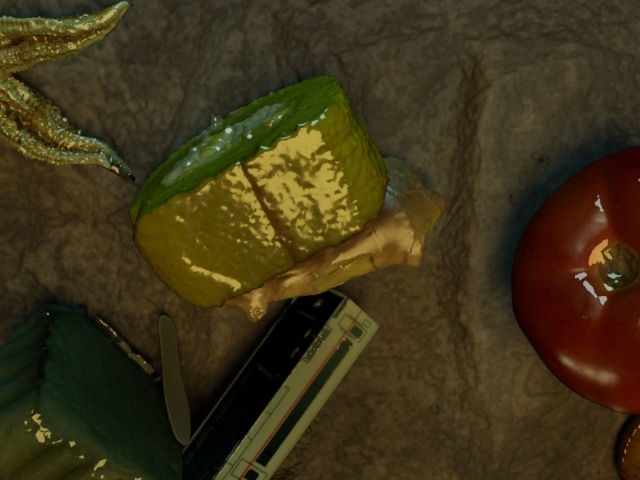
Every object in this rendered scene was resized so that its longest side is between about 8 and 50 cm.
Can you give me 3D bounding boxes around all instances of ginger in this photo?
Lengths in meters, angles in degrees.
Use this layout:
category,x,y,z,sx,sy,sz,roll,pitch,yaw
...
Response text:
category,x,y,z,sx,sy,sz,roll,pitch,yaw
ginger,0.000,0.000,1.016,0.294,0.086,0.131,-20,85,2

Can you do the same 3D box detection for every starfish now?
category,x,y,z,sx,sy,sz,roll,pitch,yaw
starfish,-0.350,-0.182,0.878,0.347,0.078,0.358,-11,114,-6

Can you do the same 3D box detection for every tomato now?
category,x,y,z,sx,sy,sz,roll,pitch,yaw
tomato,0.362,0.046,1.023,0.226,0.298,0.299,10,114,-50

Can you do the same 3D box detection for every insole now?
category,x,y,z,sx,sy,sz,roll,pitch,yaw
insole,-0.167,0.158,1.034,0.002,0.153,0.053,-18,158,17

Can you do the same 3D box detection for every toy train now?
category,x,y,z,sx,sy,sz,roll,pitch,yaw
toy train,-0.088,0.233,1.030,0.407,0.086,0.088,-53,126,-8

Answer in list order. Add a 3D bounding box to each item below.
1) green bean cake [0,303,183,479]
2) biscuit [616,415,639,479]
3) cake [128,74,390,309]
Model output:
category,x,y,z,sx,sy,sz,roll,pitch,yaw
green bean cake,-0.259,0.192,0.978,0.125,0.222,0.227,-33,118,10
biscuit,0.502,0.291,1.268,0.187,0.027,0.188,-4,112,-11
cake,-0.065,-0.052,0.932,0.260,0.179,0.156,-26,111,9
